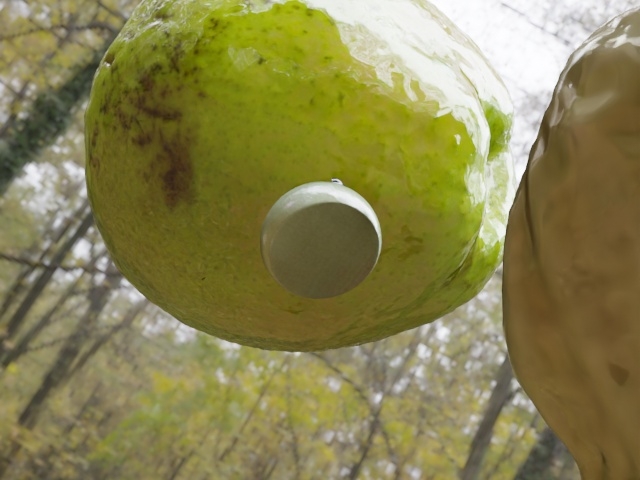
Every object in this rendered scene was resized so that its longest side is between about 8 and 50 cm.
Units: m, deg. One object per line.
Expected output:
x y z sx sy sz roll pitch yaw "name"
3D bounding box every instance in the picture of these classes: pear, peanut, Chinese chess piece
-0.004 -0.070 1.030 0.391 0.391 0.391 25 -24 12 "pear"
0.157 0.059 0.471 0.152 0.152 0.313 -11 -85 57 "peanut"
0.000 0.000 0.795 0.084 0.084 0.034 43 13 -27 "Chinese chess piece"
